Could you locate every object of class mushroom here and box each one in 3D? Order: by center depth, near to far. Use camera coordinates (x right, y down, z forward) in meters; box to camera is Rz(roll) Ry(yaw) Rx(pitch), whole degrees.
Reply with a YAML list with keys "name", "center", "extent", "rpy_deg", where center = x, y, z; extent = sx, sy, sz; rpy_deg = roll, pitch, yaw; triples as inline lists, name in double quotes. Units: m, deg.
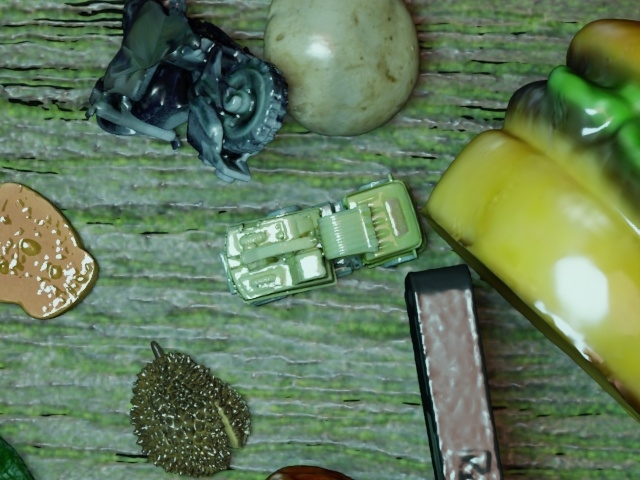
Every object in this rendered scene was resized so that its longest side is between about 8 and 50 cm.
- name: "mushroom"
  center: [0.015, -0.175, 1.638]
  extent: [0.127, 0.166, 0.166]
  rpy_deg: [-14, 85, 40]

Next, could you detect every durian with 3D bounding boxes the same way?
- name: "durian"
  center: [-0.130, 0.154, 1.659]
  extent: [0.110, 0.071, 0.140]
  rpy_deg: [-28, 81, -1]

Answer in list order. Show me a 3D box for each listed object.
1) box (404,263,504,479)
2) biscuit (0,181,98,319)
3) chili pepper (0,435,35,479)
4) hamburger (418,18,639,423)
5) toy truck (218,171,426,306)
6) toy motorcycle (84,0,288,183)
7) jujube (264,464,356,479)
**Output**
- name: "box"
  center: [0.126, 0.198, 1.577]
  extent: [0.058, 0.211, 0.350]
  rpy_deg: [-10, 86, -1]
- name: "biscuit"
  center: [-0.286, 0.015, 1.694]
  extent: [0.118, 0.023, 0.140]
  rpy_deg: [-34, 87, 0]
- name: "chili pepper"
  center: [-0.338, 0.206, 1.650]
  extent: [0.136, 0.099, 0.270]
  rpy_deg: [-29, 92, 24]
- name: "hamburger"
  center: [0.294, -0.010, 1.510]
  extent: [0.396, 0.396, 0.277]
  rpy_deg: [44, 90, 4]
- name: "toy truck"
  center: [0.000, 0.000, 1.640]
  extent: [0.191, 0.116, 0.085]
  rpy_deg: [-16, 87, 1]
- name: "toy motorcycle"
  center: [-0.127, -0.133, 1.620]
  extent: [0.270, 0.106, 0.159]
  rpy_deg: [46, 112, 44]
- name: "jujube"
  center: [0.017, 0.321, 1.591]
  extent: [0.190, 0.190, 0.255]
  rpy_deg: [-45, 98, -1]
